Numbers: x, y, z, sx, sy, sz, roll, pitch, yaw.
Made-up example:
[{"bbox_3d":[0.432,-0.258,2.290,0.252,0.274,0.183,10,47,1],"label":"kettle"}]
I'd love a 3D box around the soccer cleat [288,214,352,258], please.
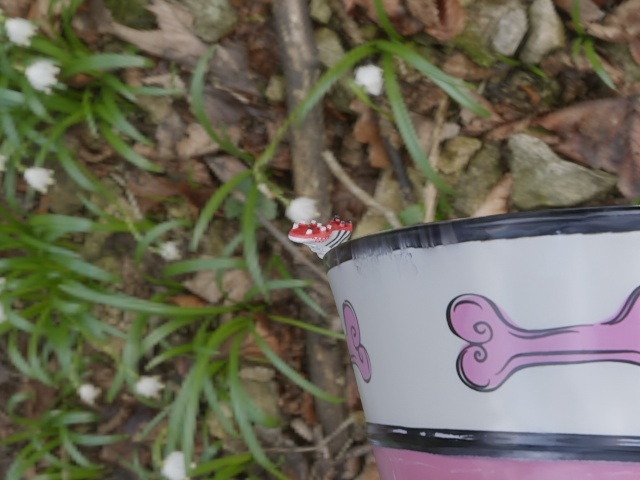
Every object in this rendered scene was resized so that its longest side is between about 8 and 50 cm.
[{"bbox_3d":[0.000,0.000,1.022,0.029,0.083,0.036,20,107,28],"label":"soccer cleat"}]

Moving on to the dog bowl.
[{"bbox_3d":[0.204,0.082,0.668,0.407,0.408,0.151,-4,81,33],"label":"dog bowl"}]
